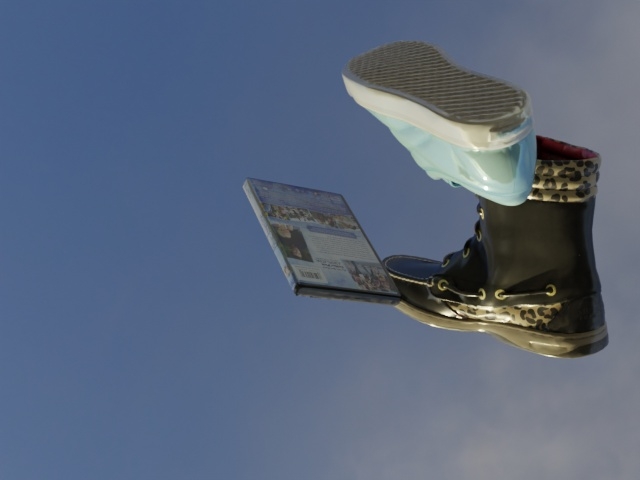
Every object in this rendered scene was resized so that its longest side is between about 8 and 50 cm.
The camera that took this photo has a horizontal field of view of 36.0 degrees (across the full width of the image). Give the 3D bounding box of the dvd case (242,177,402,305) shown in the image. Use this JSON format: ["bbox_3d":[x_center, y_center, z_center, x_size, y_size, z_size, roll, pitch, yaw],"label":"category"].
[{"bbox_3d":[0.000,0.000,1.474,0.022,0.180,0.253,-61,-142,29],"label":"dvd case"}]

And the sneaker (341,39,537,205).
[{"bbox_3d":[0.136,-0.141,1.223,0.135,0.366,0.150,-22,-59,-12],"label":"sneaker"}]

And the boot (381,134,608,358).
[{"bbox_3d":[0.237,-0.009,1.403,0.377,0.138,0.284,17,-62,43],"label":"boot"}]
